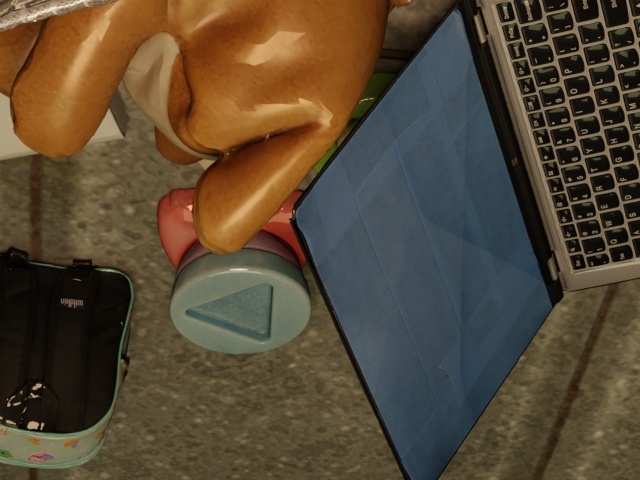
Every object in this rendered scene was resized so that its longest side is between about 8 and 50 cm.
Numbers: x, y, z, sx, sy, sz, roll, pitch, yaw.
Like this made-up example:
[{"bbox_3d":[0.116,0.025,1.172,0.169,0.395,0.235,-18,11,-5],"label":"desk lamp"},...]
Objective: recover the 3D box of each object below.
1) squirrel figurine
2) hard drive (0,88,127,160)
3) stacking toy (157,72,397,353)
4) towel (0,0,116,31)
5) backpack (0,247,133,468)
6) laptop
[{"bbox_3d":[-0.111,-0.248,1.237,0.370,0.281,0.397,39,104,-19],"label":"squirrel figurine"},{"bbox_3d":[-0.339,-0.137,1.489,0.307,0.040,0.203,-9,139,10],"label":"hard drive"},{"bbox_3d":[0.000,0.000,1.589,0.308,0.130,0.280,-6,140,5],"label":"stacking toy"},{"bbox_3d":[-0.080,-0.216,0.990,0.283,0.235,0.121,-14,119,8],"label":"towel"},{"bbox_3d":[-0.266,0.123,1.682,0.165,0.188,0.144,10,138,-14],"label":"backpack"},{"bbox_3d":[0.224,-0.016,1.477,0.407,0.236,0.382,-12,135,12],"label":"laptop"}]
